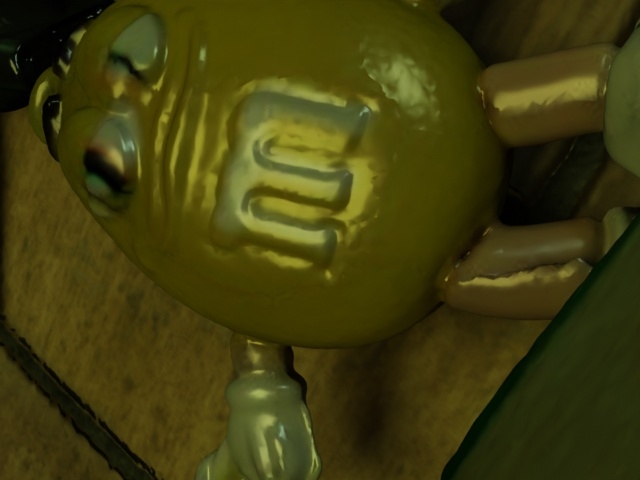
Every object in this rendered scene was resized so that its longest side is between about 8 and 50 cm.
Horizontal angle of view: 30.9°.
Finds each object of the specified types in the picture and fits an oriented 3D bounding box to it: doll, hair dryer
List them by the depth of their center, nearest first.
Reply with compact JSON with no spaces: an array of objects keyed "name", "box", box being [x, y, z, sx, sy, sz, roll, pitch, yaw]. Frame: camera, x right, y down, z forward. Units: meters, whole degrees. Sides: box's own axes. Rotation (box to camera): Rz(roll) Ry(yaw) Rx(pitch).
[{"name":"doll","box":[0.029,-0.018,0.629,0.423,0.161,0.348,-22,79,26]},{"name":"hair dryer","box":[-0.261,-0.065,0.900,0.244,0.116,0.302,13,115,37]}]

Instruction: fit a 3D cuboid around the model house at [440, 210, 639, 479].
[{"name":"model house","box":[0.280,0.092,0.356,0.343,0.334,0.382,33,99,-5]}]
